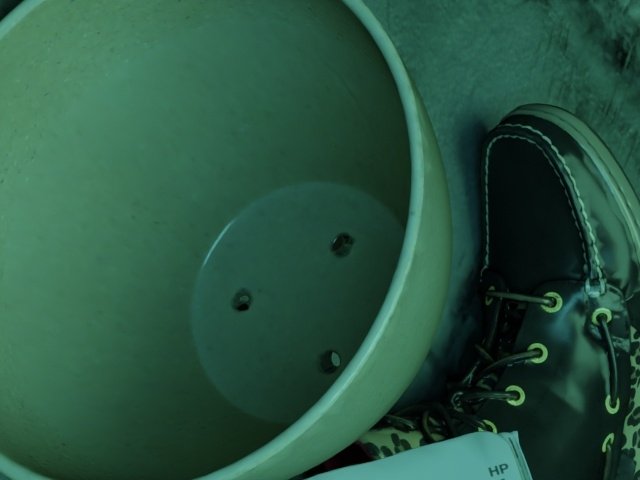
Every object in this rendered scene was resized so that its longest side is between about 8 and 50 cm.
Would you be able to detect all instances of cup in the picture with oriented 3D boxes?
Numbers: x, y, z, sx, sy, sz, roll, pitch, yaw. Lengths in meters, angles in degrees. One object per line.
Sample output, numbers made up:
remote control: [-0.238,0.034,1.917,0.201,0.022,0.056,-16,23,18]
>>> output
cup: [-0.051,0.012,1.026,0.237,0.331,0.331,34,69,-60]

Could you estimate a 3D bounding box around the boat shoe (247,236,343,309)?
boat shoe: [0.000,0.000,1.193,0.073,0.073,0.207,14,84,-38]

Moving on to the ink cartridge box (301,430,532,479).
ink cartridge box: [0.042,0.273,1.061,0.223,0.129,0.307,-15,142,-2]

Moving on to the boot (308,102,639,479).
boot: [0.125,0.109,1.270,0.284,0.138,0.377,-23,112,-37]
